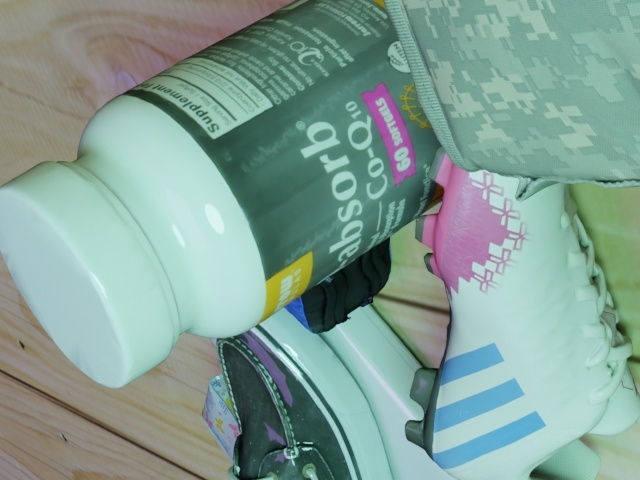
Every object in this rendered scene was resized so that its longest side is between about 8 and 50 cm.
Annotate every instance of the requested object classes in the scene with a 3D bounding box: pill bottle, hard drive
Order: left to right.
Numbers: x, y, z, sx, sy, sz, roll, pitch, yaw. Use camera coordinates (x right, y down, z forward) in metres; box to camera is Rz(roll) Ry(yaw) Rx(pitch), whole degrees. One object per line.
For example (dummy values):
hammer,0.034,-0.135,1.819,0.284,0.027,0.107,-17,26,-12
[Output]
pill bottle,-0.045,-0.039,0.765,0.162,0.278,0.162,38,147,30
hard drive,0.048,0.170,1.077,0.353,0.047,0.233,50,151,11

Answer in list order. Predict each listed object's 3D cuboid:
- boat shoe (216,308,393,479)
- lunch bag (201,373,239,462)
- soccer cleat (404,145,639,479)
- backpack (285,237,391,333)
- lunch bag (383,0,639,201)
boat shoe,-0.016,0.197,1.028,0.121,0.119,0.335,1,121,57
lunch bag,-0.066,0.165,1.146,0.083,0.053,0.071,54,151,26
soccer cleat,0.138,0.040,0.768,0.143,0.116,0.331,20,139,20
backpack,0.000,0.000,0.933,0.101,0.098,0.120,47,164,35
lunch bag,0.126,-0.155,0.475,0.235,0.169,0.286,8,113,57
